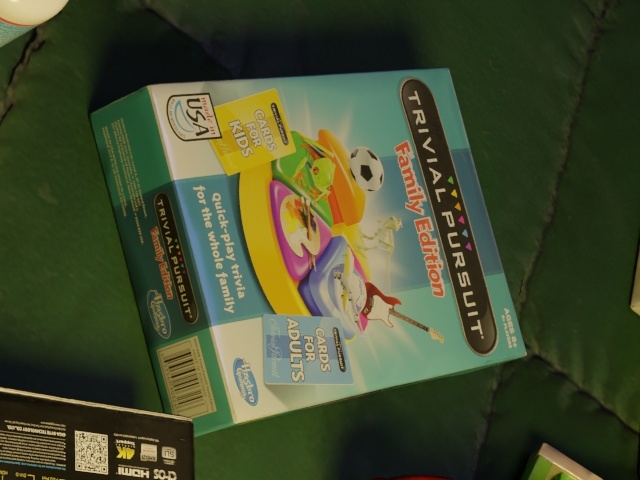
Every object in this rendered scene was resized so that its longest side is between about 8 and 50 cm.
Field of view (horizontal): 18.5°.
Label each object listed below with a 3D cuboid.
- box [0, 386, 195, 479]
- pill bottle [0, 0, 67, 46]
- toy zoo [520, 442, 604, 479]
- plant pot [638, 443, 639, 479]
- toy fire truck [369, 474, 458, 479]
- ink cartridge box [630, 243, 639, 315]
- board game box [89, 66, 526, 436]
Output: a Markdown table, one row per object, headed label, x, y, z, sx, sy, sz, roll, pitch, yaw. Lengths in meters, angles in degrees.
| label | x | y | z | sx | sy | sz | roll | pitch | yaw |
| --- | --- | --- | --- | --- | --- | --- | --- | --- | --- |
| box | -0.220 | 0.223 | 1.241 | 0.322 | 0.079 | 0.257 | 13 | 68 | -41 |
| pill bottle | -0.222 | -0.177 | 1.324 | 0.087 | 0.160 | 0.087 | 17 | 64 | -40 |
| toy zoo | 0.208 | 0.325 | 1.597 | 0.192 | 0.030 | 0.293 | 33 | 49 | -1 |
| plant pot | 0.397 | 0.172 | 1.795 | 0.187 | 0.167 | 0.188 | 28 | 56 | -34 |
| toy fire truck | 0.138 | 0.249 | 1.428 | 0.217 | 0.246 | 0.158 | 18 | 61 | -14 |
| ink cartridge box | 0.409 | 0.043 | 1.909 | 0.212 | 0.093 | 0.154 | 36 | 52 | -32 |
| board game box | 0.000 | 0.000 | 1.535 | 0.336 | 0.079 | 0.253 | -9 | 82 | -45 |
